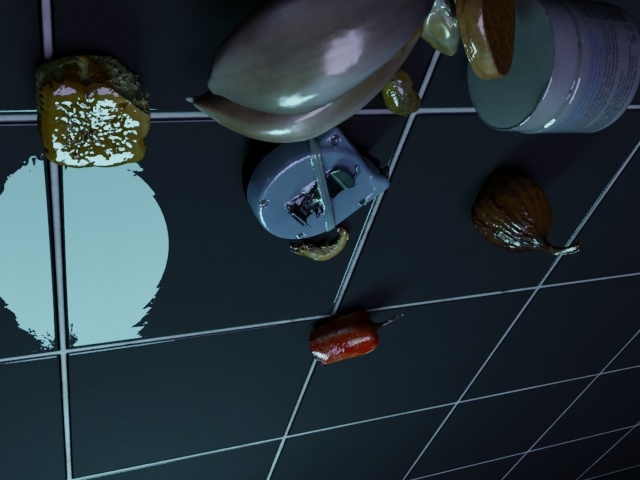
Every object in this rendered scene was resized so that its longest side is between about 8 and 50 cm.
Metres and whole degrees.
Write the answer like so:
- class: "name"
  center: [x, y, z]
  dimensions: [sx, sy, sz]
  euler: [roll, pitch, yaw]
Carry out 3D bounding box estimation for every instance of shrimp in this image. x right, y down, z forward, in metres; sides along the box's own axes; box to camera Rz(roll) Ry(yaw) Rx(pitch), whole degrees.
- class: "shrimp"
  center: [0.000, 0.000, 1.186]
  dimensions: [0.114, 0.023, 0.083]
  euler: [10, 129, -43]

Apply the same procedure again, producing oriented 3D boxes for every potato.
- class: "potato"
  center: [0.108, -0.202, 0.978]
  dimensions: [0.046, 0.045, 0.092]
  euler: [-60, 145, -12]

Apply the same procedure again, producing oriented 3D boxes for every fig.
- class: "fig"
  center: [0.356, -0.019, 1.208]
  dimensions: [0.146, 0.201, 0.133]
  euler: [16, 119, -48]

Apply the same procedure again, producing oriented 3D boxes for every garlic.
- class: "garlic"
  center: [0.013, -0.205, 0.779]
  dimensions: [0.325, 0.132, 0.279]
  euler: [-31, 175, -4]

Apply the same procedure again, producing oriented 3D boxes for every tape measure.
- class: "tape measure"
  center: [-0.017, -0.085, 1.007]
  dimensions: [0.181, 0.107, 0.182]
  euler: [-42, 142, 13]

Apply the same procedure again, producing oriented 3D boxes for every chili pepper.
- class: "chili pepper"
  center: [0.075, 0.182, 1.397]
  dimensions: [0.192, 0.084, 0.086]
  euler: [-23, 160, 7]

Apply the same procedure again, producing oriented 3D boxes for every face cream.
- class: "face cream"
  center: [0.306, -0.229, 0.936]
  dimensions: [0.153, 0.177, 0.177]
  euler: [-2, 138, -25]

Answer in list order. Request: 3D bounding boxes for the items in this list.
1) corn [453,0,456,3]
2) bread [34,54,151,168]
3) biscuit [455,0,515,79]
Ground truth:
- class: "corn"
  center: [0.168, -0.314, 0.880]
  dimensions: [0.037, 0.037, 0.092]
  euler: [-11, 142, -16]
- class: "bread"
  center: [-0.264, -0.148, 0.829]
  dimensions: [0.128, 0.069, 0.140]
  euler: [-8, 141, -20]
- class: "biscuit"
  center: [0.171, -0.310, 0.776]
  dimensions: [0.044, 0.202, 0.288]
  euler: [-1, 145, 28]
